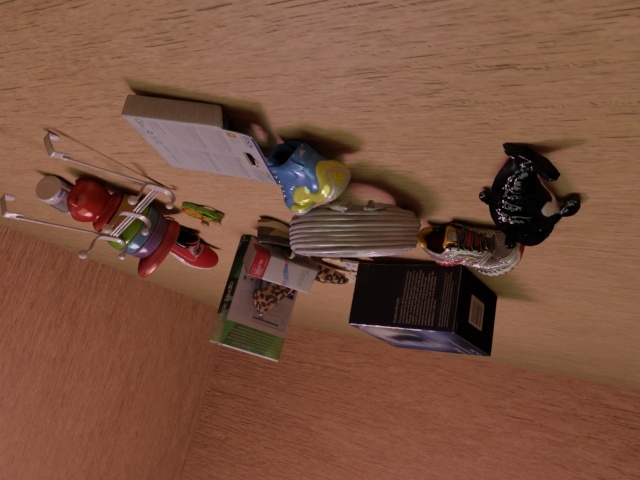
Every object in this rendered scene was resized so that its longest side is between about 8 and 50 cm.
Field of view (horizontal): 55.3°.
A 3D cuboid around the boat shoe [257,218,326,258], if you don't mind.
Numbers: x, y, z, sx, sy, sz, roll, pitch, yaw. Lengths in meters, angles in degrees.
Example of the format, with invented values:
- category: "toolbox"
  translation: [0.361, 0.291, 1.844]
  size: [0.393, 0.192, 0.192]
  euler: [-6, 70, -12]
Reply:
- category: "boat shoe"
  translation: [-0.072, 0.012, 1.571]
  size: [0.223, 0.073, 0.080]
  euler: [25, 163, -34]

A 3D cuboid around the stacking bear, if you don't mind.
- category: "stacking bear"
  translation: [-0.542, -0.057, 1.643]
  size: [0.289, 0.175, 0.164]
  euler: [35, 127, -29]

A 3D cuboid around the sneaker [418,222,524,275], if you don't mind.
- category: "sneaker"
  translation: [0.284, 0.013, 1.176]
  size: [0.225, 0.088, 0.092]
  euler: [0, 159, 45]

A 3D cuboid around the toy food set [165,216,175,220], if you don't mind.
- category: "toy food set"
  translation: [-0.539, -0.072, 1.806]
  size: [0.192, 0.038, 0.132]
  euler: [21, 165, -25]

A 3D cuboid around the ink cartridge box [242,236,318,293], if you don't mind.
- category: "ink cartridge box"
  translation: [-0.107, 0.066, 1.623]
  size: [0.175, 0.072, 0.127]
  euler: [20, -170, -17]

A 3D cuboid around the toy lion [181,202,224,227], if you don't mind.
- category: "toy lion"
  translation: [-0.314, -0.071, 1.601]
  size: [0.096, 0.034, 0.100]
  euler: [35, 157, -35]

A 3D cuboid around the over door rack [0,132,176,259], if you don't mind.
- category: "over door rack"
  translation: [-0.537, -0.074, 1.422]
  size: [0.239, 0.108, 0.324]
  euler: [-40, 136, 26]

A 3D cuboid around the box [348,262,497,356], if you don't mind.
- category: "box"
  translation: [0.278, 0.188, 1.630]
  size: [0.294, 0.183, 0.296]
  euler: [0, 160, 35]

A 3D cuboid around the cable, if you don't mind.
- category: "cable"
  translation: [0.068, -0.014, 1.187]
  size: [0.257, 0.089, 0.257]
  euler: [4, 173, -41]

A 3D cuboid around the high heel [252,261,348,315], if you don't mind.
- category: "high heel"
  translation: [-0.059, 0.148, 1.757]
  size: [0.261, 0.186, 0.093]
  euler: [15, 169, -7]

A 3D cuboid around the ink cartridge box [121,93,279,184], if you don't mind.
- category: "ink cartridge box"
  translation: [-0.189, -0.168, 1.047]
  size: [0.224, 0.045, 0.223]
  euler: [11, 166, 10]

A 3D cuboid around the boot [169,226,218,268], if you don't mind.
- category: "boot"
  translation: [-0.400, 0.027, 1.962]
  size: [0.244, 0.088, 0.176]
  euler: [30, 158, -37]

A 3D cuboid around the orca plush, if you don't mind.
- category: "orca plush"
  translation: [0.314, -0.034, 0.923]
  size: [0.151, 0.102, 0.287]
  euler: [13, 166, 10]

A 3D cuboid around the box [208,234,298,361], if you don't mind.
- category: "box"
  translation: [-0.179, 0.173, 1.802]
  size: [0.058, 0.322, 0.232]
  euler: [-1, 159, 47]

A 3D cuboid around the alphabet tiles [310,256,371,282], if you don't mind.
- category: "alphabet tiles"
  translation: [0.113, 0.095, 1.816]
  size: [0.284, 0.021, 0.278]
  euler: [11, 166, 17]

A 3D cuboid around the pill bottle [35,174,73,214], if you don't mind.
- category: "pill bottle"
  translation: [-0.727, -0.123, 1.722]
  size: [0.078, 0.078, 0.137]
  euler: [11, 165, 16]

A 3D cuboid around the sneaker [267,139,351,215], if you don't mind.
- category: "sneaker"
  translation: [-0.039, -0.118, 1.054]
  size: [0.126, 0.091, 0.240]
  euler: [38, 161, -14]
